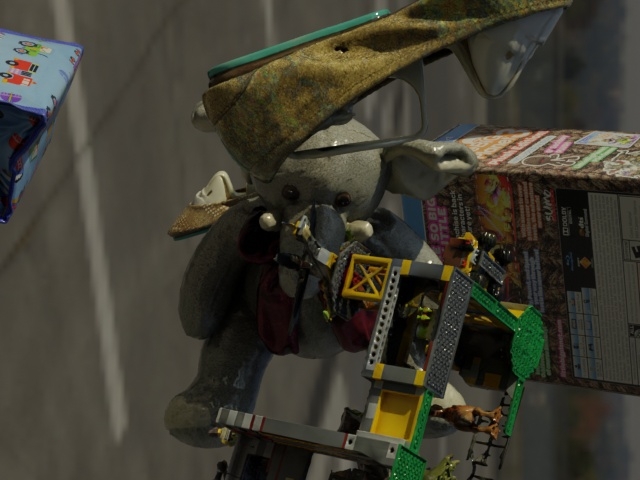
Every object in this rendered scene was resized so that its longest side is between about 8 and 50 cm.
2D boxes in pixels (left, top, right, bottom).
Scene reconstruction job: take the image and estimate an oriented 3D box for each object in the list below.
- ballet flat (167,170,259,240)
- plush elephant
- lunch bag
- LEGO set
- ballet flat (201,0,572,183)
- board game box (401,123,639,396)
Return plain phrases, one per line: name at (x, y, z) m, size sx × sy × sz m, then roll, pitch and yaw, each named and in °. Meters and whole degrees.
ballet flat at (-0.090, -0.058, 2.115) m, size 0.073 × 0.206 × 0.067 m, roll -102°, pitch 175°, yaw -77°
plush elephant at (0.000, 0.000, 1.572) m, size 0.255 × 0.271 × 0.330 m, roll 79°, pitch 16°, yaw -61°
lunch bag at (-0.417, -0.166, 1.833) m, size 0.221 × 0.293 × 0.138 m, roll -83°, pitch -163°, yaw -66°
LEGO set at (0.028, 0.148, 1.413) m, size 0.255 × 0.192 × 0.331 m, roll 24°, pitch 76°, yaw -58°
ballet flat at (0.082, -0.143, 1.366) m, size 0.123 × 0.348 × 0.123 m, roll -24°, pitch 90°, yaw -86°
board game box at (0.246, 0.015, 1.823) m, size 0.141 × 0.291 × 0.232 m, roll -33°, pitch 122°, yaw -50°
